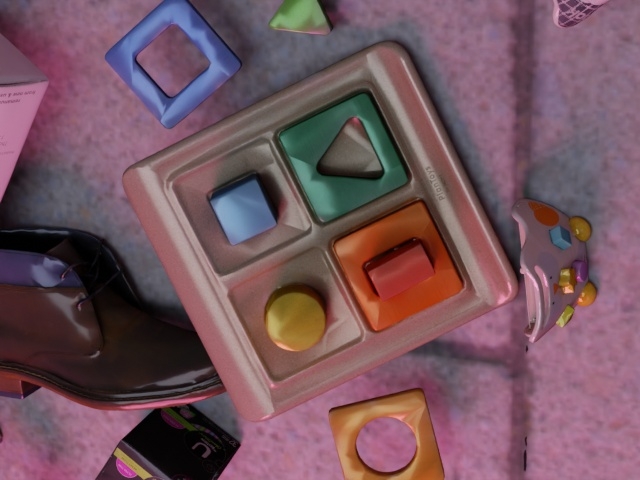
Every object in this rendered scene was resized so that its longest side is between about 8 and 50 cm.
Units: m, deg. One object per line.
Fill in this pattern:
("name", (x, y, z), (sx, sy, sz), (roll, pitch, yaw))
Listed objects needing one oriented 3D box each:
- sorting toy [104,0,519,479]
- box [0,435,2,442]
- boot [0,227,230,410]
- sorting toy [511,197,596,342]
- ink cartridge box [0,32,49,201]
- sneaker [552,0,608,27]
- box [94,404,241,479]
("sorting toy", (0.000, 0.000, 1.127), (0.196, 0.047, 0.347), (-26, 98, 6))
("box", (-0.382, 0.174, 1.359), (0.324, 0.067, 0.063), (-20, 100, 25))
("boot", (-0.147, 0.048, 1.212), (0.219, 0.082, 0.106), (0, 111, 23))
("sorting toy", (0.133, 0.025, 1.096), (0.045, 0.075, 0.083), (-1, 108, 22))
("ink cartridge box", (-0.286, -0.055, 1.201), (0.158, 0.092, 0.218), (42, 118, 28))
("sneaker", (0.079, -0.218, 1.031), (0.235, 0.090, 0.095), (41, 128, 6))
("box", (-0.103, 0.151, 1.229), (0.062, 0.083, 0.052), (37, 117, 6))
